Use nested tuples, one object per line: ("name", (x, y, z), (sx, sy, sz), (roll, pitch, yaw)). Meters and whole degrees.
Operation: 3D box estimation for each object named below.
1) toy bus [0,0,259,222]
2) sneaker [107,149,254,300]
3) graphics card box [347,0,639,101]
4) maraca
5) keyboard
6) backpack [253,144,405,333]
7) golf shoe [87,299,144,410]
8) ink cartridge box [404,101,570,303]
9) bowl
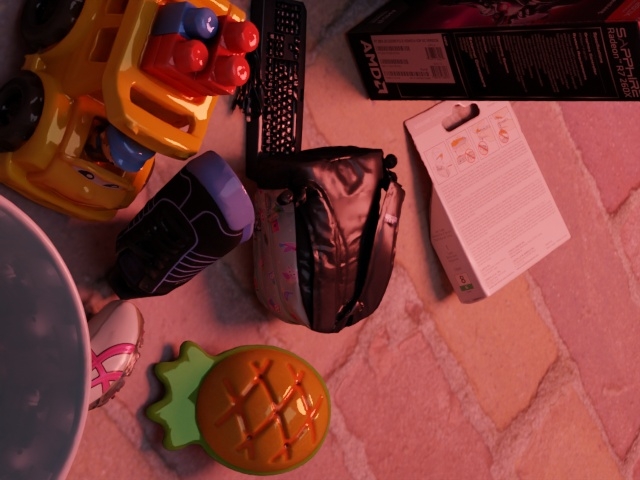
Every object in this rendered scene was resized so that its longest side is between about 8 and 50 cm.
("toy bus", (-0.150, -0.127, 1.127), (0.149, 0.211, 0.220), (28, 75, -44))
("sneaker", (-0.126, -0.001, 1.161), (0.090, 0.232, 0.081), (-35, 84, -24))
("graphics card box", (0.239, -0.233, 1.392), (0.233, 0.371, 0.094), (-41, 120, -34))
("maraca", (-0.076, 0.161, 1.306), (0.186, 0.099, 0.127), (13, 77, -19))
("keyboard", (-0.043, -0.150, 1.352), (0.100, 0.038, 0.192), (-1, 93, -45))
("backpack", (0.000, 0.000, 1.349), (0.152, 0.115, 0.182), (-10, 107, -33))
("golf shoe", (-0.224, 0.117, 1.172), (0.086, 0.067, 0.186), (52, 59, -32))
("ink cartridge box", (0.188, -0.062, 1.595), (0.181, 0.056, 0.224), (-30, 95, -39))
("bowl", (-0.341, 0.099, 0.986), (0.311, 0.163, 0.311), (-5, 98, -44))
